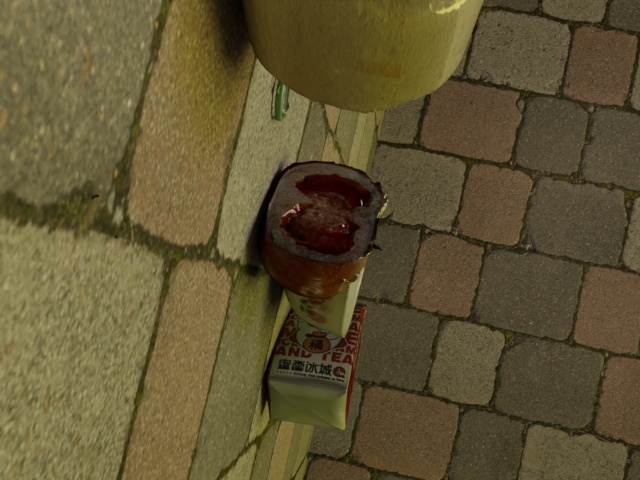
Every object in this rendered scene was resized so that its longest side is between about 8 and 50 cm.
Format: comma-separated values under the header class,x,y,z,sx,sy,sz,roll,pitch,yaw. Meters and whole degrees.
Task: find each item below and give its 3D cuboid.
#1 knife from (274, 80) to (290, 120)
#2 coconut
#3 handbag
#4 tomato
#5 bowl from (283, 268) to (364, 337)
class,x,y,z,sx,sy,sz,roll,pitch,yaw
knife,-0.042,-0.252,0.869,0.054,0.015,0.212,-61,163,-62
coconut,0.041,-0.260,0.628,0.265,0.238,0.237,91,13,-58
handbag,-0.004,0.222,1.413,0.151,0.171,0.298,90,9,-45
tomato,0.000,0.000,1.014,0.155,0.181,0.214,105,7,-46
bowl,0.008,0.027,1.227,0.277,0.145,0.276,11,90,-84
